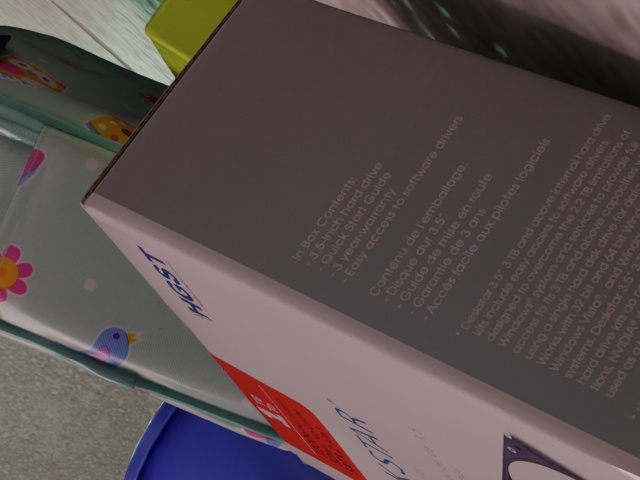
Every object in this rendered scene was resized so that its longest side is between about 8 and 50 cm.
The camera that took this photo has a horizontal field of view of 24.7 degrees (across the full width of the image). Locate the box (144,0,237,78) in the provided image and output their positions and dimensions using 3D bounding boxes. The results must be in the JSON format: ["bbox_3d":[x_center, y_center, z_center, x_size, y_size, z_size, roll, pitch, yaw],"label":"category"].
[{"bbox_3d":[0.021,-0.036,0.574,0.178,0.042,0.109,34,176,7],"label":"box"}]

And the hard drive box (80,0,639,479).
[{"bbox_3d":[0.074,0.041,0.417,0.232,0.089,0.181,24,160,35],"label":"hard drive box"}]

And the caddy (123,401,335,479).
[{"bbox_3d":[-0.003,0.173,0.914,0.179,0.241,0.341,39,145,33],"label":"caddy"}]

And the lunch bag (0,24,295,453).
[{"bbox_3d":[-0.070,-0.012,0.697,0.279,0.108,0.224,24,-166,-11],"label":"lunch bag"}]
